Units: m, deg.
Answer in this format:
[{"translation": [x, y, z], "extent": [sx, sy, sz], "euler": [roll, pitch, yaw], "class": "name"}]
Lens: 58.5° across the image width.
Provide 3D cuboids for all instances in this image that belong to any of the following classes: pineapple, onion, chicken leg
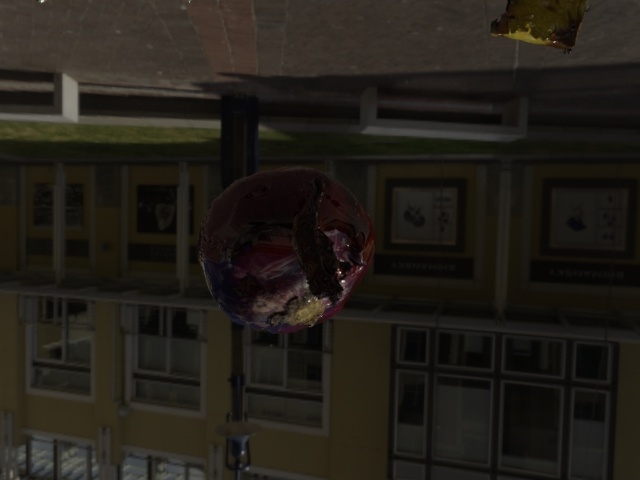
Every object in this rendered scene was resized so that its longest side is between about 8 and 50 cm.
[{"translation": [0.290, -0.289, 0.734], "extent": [0.137, 0.116, 0.069], "euler": [-31, -168, 15], "class": "pineapple"}, {"translation": [-0.090, -0.027, 1.308], "extent": [0.398, 0.398, 0.420], "euler": [0, -139, -20], "class": "onion"}, {"translation": [-0.005, 0.003, 0.946], "extent": [0.089, 0.219, 0.048], "euler": [-11, 164, -24], "class": "chicken leg"}]

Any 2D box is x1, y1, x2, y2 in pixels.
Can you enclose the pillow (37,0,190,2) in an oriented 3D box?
[{"translation": [-0.371, -0.530, 1.037], "extent": [0.302, 0.185, 0.075], "euler": [-16, -158, -32], "class": "pillow"}]
